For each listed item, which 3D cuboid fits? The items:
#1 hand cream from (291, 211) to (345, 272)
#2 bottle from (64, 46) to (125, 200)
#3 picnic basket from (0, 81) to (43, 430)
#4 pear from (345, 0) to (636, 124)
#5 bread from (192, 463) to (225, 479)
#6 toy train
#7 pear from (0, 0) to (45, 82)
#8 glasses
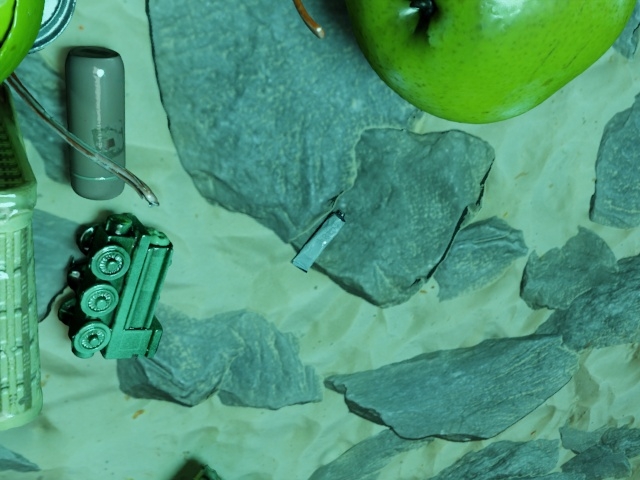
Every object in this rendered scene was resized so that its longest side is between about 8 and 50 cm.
[{"bbox_3d":[0.000,0.000,0.841,0.030,0.019,0.093,29,108,-40],"label":"hand cream"},{"bbox_3d":[-0.213,-0.109,0.627,0.053,0.053,0.140,-6,121,-26],"label":"bottle"},{"bbox_3d":[-0.326,-0.017,0.453,0.228,0.313,0.175,-5,116,-28],"label":"picnic basket"},{"bbox_3d":[0.150,-0.251,0.610,0.294,0.294,0.294,-14,124,-22],"label":"pear"},{"bbox_3d":[-0.149,0.530,0.929,0.264,0.239,0.395,-35,127,-7],"label":"bread"},{"bbox_3d":[-0.216,0.052,0.717,0.111,0.071,0.170,5,115,-42],"label":"toy train"},{"bbox_3d":[-0.269,-0.177,0.401,0.188,0.220,0.187,-23,130,-30],"label":"pear"},{"bbox_3d":[-0.145,-0.187,0.488,0.234,0.268,0.118,-43,147,0],"label":"glasses"}]
